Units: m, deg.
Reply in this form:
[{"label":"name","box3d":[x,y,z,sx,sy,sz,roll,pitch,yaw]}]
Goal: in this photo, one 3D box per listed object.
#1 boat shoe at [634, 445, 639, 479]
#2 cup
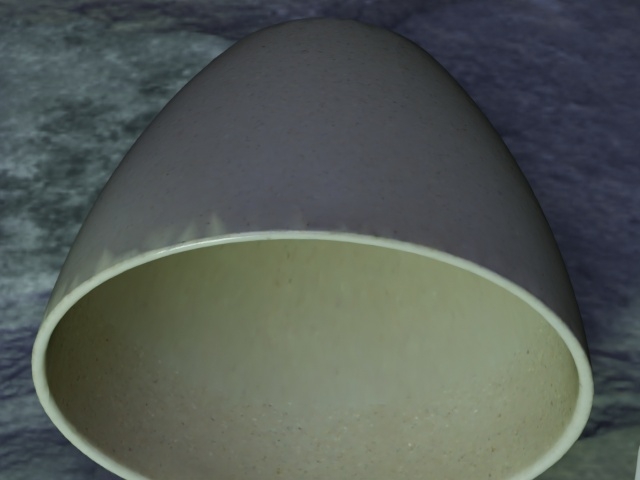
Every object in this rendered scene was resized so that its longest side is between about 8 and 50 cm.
[{"label":"boat shoe","box3d":[0.215,0.226,1.016,0.096,0.116,0.324,22,79,19]},{"label":"cup","box3d":[0.000,0.000,1.028,0.331,0.331,0.237,-5,54,12]}]
